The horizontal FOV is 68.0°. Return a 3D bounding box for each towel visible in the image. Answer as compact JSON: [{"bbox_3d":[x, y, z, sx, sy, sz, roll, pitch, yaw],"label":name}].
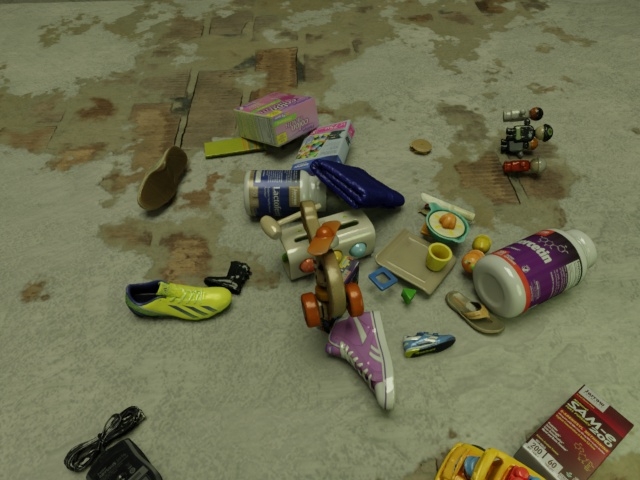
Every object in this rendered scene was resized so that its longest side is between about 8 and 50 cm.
[{"bbox_3d":[0.120,-0.171,1.522,0.228,0.076,0.308,37,19,26],"label":"towel"},{"bbox_3d":[-0.330,-0.365,1.846,0.237,0.021,0.102,-10,44,-7],"label":"towel"}]

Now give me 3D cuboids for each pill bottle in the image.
[{"bbox_3d":[-0.112,-0.157,1.567,0.265,0.153,0.153,-1,48,1],"label":"pill bottle"},{"bbox_3d":[0.604,0.078,1.331,0.323,0.181,0.181,-21,52,-18],"label":"pill bottle"}]

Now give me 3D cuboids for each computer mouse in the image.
[{"bbox_3d":[-0.424,0.511,1.040,0.188,0.072,0.272,-36,45,-25],"label":"computer mouse"}]

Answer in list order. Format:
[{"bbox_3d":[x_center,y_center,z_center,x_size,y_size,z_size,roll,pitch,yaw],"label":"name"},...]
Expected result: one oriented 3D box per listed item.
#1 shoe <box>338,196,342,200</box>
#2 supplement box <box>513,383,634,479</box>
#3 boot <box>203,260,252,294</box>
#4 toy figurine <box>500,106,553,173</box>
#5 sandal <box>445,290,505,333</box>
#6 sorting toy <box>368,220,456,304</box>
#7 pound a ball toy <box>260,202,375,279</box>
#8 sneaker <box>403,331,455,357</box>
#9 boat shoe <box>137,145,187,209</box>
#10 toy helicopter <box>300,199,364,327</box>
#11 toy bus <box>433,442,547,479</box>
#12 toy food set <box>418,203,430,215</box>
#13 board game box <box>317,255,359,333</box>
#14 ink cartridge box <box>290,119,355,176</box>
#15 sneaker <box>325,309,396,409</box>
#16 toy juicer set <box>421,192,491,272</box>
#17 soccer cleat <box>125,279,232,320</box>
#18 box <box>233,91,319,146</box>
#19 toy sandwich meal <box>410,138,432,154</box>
[{"bbox_3d":[0.056,-0.227,1.699,0.077,0.058,0.219,-21,44,10],"label":"shoe"},{"bbox_3d":[0.571,0.453,1.072,0.239,0.073,0.130,-30,54,-24],"label":"supplement box"},{"bbox_3d":[-0.272,0.103,1.410,0.121,0.045,0.099,15,52,4],"label":"boot"},{"bbox_3d":[0.734,-0.361,1.702,0.148,0.213,0.209,-1,43,16],"label":"toy figurine"},{"bbox_3d":[0.427,0.194,1.318,0.072,0.049,0.180,-34,56,-26],"label":"sandal"},{"bbox_3d":[0.286,0.064,1.435,0.196,0.047,0.348,33,52,21],"label":"sorting toy"},{"bbox_3d":[0.000,0.000,1.390,0.319,0.208,0.135,-17,50,-15],"label":"pound a ball toy"},{"bbox_3d":[0.286,0.265,1.256,0.144,0.053,0.059,-8,47,-8],"label":"sneaker"},{"bbox_3d":[-0.565,-0.209,1.665,0.098,0.109,0.302,-24,38,34],"label":"boat shoe"},{"bbox_3d":[-0.003,0.020,1.165,0.140,0.235,0.355,-12,49,-7],"label":"toy helicopter"},{"bbox_3d":[0.353,0.492,0.949,0.220,0.211,0.149,29,56,25],"label":"toy bus"},{"bbox_3d":[0.398,-0.095,1.598,0.122,0.019,0.078,23,52,29],"label":"toy food set"},{"bbox_3d":[0.048,0.149,1.302,0.048,0.141,0.170,23,53,20],"label":"board game box"},{"bbox_3d":[0.006,-0.313,1.725,0.186,0.065,0.311,-7,46,27],"label":"ink cartridge box"},{"bbox_3d":[0.097,0.306,1.199,0.161,0.102,0.282,-8,38,-2],"label":"sneaker"},{"bbox_3d":[0.423,-0.040,1.457,0.209,0.089,0.329,9,47,-1],"label":"toy juicer set"},{"bbox_3d":[-0.394,0.158,1.311,0.289,0.121,0.093,-2,48,-1],"label":"soccer cleat"},{"bbox_3d":[-0.169,-0.470,1.819,0.214,0.117,0.243,-34,40,-31],"label":"box"},{"bbox_3d":[0.385,-0.359,1.826,0.086,0.029,0.085,3,48,-3],"label":"toy sandwich meal"}]
